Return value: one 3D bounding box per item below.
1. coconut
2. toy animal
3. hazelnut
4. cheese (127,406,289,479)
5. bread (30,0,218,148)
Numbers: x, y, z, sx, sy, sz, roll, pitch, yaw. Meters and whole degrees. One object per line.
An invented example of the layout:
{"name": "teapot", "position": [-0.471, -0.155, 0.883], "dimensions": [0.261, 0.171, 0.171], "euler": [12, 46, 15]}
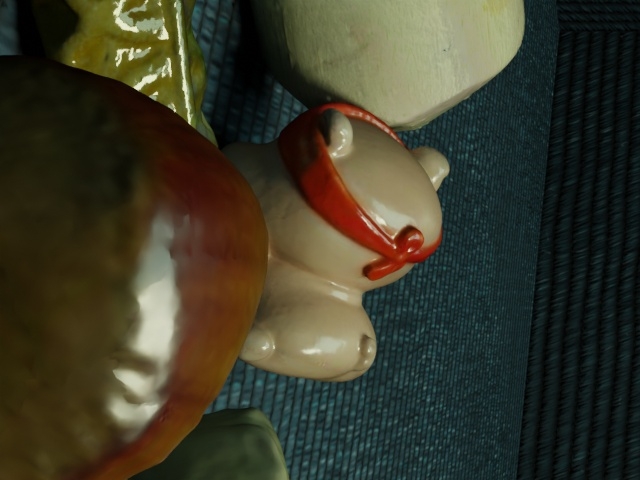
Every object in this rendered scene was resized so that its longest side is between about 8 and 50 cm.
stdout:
{"name": "coconut", "position": [0.048, -0.186, 1.335], "dimensions": [0.234, 0.224, 0.224], "euler": [70, 26, -50]}
{"name": "toy animal", "position": [0.000, 0.000, 1.261], "dimensions": [0.197, 0.171, 0.171], "euler": [-67, 166, -1]}
{"name": "hazelnut", "position": [-0.129, 0.020, 0.711], "dimensions": [0.186, 0.210, 0.210], "euler": [45, 38, -25]}
{"name": "cheese", "position": [-0.041, 0.263, 1.070], "dimensions": [0.318, 0.115, 0.326], "euler": [71, 7, -81]}
{"name": "bread", "position": [-0.108, -0.140, 0.932], "dimensions": [0.087, 0.098, 0.269], "euler": [34, -46, 53]}
